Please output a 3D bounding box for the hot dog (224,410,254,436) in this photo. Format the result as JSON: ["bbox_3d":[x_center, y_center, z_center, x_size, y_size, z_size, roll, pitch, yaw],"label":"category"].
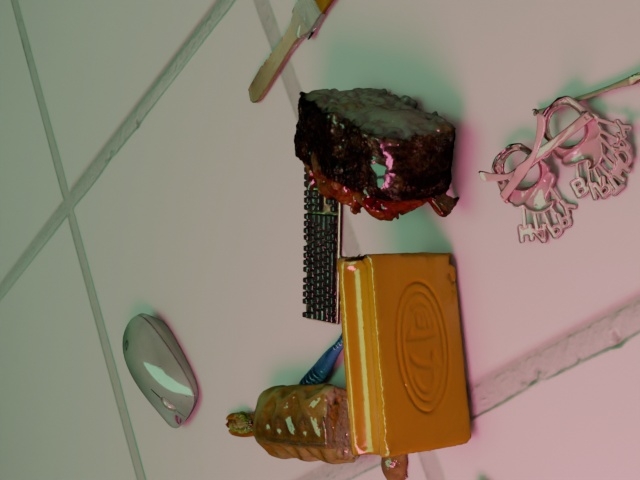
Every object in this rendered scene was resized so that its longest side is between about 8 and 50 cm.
[{"bbox_3d":[-0.164,0.390,2.085,0.133,0.041,0.056,-11,84,50],"label":"hot dog"}]

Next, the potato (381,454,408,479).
[{"bbox_3d":[0.129,0.387,1.735,0.037,0.036,0.093,-8,85,54],"label":"potato"}]

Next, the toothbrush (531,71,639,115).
[{"bbox_3d":[0.412,-0.212,1.368,0.294,0.026,0.028,-8,101,50],"label":"toothbrush"}]

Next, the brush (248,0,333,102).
[{"bbox_3d":[-0.061,-0.390,1.933,0.336,0.020,0.085,-49,57,41],"label":"brush"}]

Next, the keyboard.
[{"bbox_3d":[0.000,0.000,1.877,0.106,0.027,0.317,6,97,50],"label":"keyboard"}]

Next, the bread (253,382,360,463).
[{"bbox_3d":[-0.030,0.342,1.852,0.267,0.130,0.152,-12,95,51],"label":"bread"}]

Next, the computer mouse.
[{"bbox_3d":[-0.390,0.302,2.313,0.159,0.097,0.288,-55,52,34],"label":"computer mouse"}]

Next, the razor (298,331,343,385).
[{"bbox_3d":[0.028,0.210,1.844,0.253,0.042,0.082,-52,56,40],"label":"razor"}]

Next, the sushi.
[{"bbox_3d":[0.099,-0.146,1.646,0.343,0.196,0.182,35,137,49],"label":"sushi"}]

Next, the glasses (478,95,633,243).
[{"bbox_3d":[0.336,-0.097,1.416,0.162,0.095,0.255,51,133,10],"label":"glasses"}]

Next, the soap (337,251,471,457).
[{"bbox_3d":[0.137,0.175,1.586,0.096,0.204,0.325,-12,82,51],"label":"soap"}]
